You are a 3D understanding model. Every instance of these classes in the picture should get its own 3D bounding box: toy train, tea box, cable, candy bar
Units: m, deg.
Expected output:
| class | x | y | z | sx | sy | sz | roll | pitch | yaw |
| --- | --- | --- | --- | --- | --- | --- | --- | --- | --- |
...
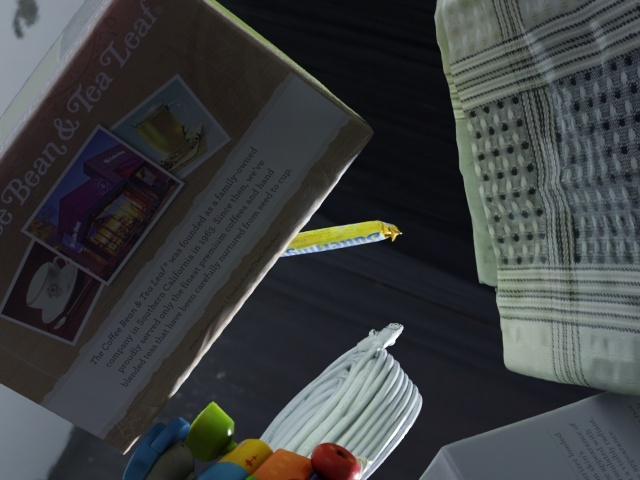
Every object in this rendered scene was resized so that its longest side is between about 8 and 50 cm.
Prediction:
| class | x | y | z | sx | sy | sz | roll | pitch | yaw |
| --- | --- | --- | --- | --- | --- | --- | --- | --- | --- |
| toy train | -0.049 | 0.182 | 0.834 | 0.105 | 0.143 | 0.248 | -59 | 170 | 14 |
| tea box | -0.168 | -0.059 | 0.901 | 0.329 | 0.220 | 0.323 | -52 | -160 | 8 |
| cable | 0.000 | 0.233 | 1.199 | 0.257 | 0.089 | 0.257 | -41 | -175 | 36 |
| candy bar | 0.000 | 0.000 | 1.022 | 0.040 | 0.162 | 0.018 | 22 | 62 | -62 |

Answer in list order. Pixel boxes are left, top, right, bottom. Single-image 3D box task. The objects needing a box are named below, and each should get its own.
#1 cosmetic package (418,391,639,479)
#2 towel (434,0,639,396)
| class | x | y | z | sx | sy | sz | roll | pitch | yaw |
| --- | --- | --- | --- | --- | --- | --- | --- | --- | --- |
| cosmetic package | 0.165 | 0.215 | 0.716 | 0.184 | 0.151 | 0.151 | -12 | 147 | -26 |
| towel | 0.166 | -0.050 | 0.704 | 0.324 | 0.056 | 0.312 | -176 | -107 | -74 |
